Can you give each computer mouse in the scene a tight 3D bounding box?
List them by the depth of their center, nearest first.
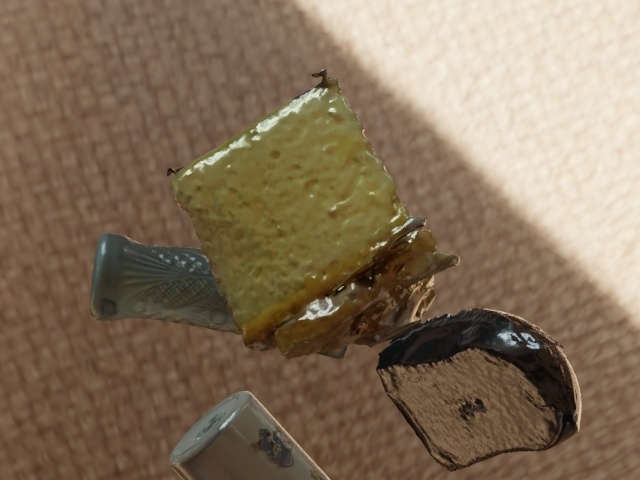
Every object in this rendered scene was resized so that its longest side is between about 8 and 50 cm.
[{"bbox_3d":[0.132,0.109,1.497,0.073,0.217,0.122,-37,99,-33],"label":"computer mouse"}]

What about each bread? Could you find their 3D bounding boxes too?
[{"bbox_3d":[0.000,0.000,1.128,0.127,0.152,0.147,-29,75,2],"label":"bread"}]

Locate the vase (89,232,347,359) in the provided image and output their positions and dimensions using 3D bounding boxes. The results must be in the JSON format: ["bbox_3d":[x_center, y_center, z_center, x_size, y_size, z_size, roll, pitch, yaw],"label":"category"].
[{"bbox_3d":[-0.083,0.042,1.648,0.219,0.096,0.096,6,74,-4],"label":"vase"}]

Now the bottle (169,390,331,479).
[{"bbox_3d":[-0.035,0.265,1.922,0.110,0.110,0.233,-45,99,-13],"label":"bottle"}]
